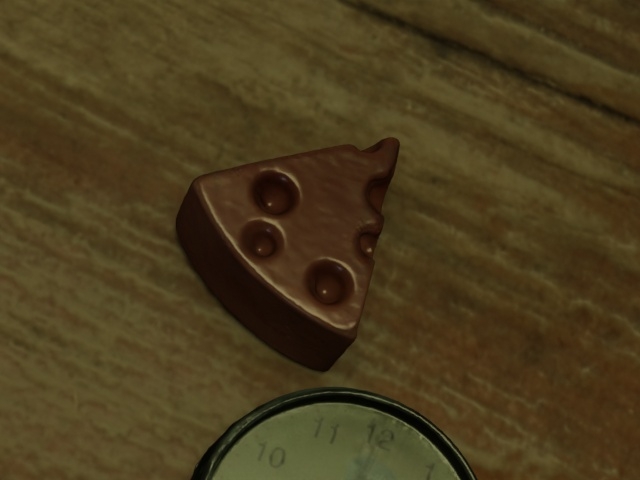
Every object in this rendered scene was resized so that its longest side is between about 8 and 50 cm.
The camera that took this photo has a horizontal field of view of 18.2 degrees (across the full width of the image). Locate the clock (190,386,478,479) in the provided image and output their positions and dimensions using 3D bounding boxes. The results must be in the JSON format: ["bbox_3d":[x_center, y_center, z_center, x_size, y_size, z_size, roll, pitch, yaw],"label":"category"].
[{"bbox_3d":[0.016,0.260,1.743,0.281,0.055,0.280,4,69,-10],"label":"clock"}]

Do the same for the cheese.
[{"bbox_3d":[-0.009,0.023,1.799,0.203,0.128,0.177,-12,74,-20],"label":"cheese"}]
